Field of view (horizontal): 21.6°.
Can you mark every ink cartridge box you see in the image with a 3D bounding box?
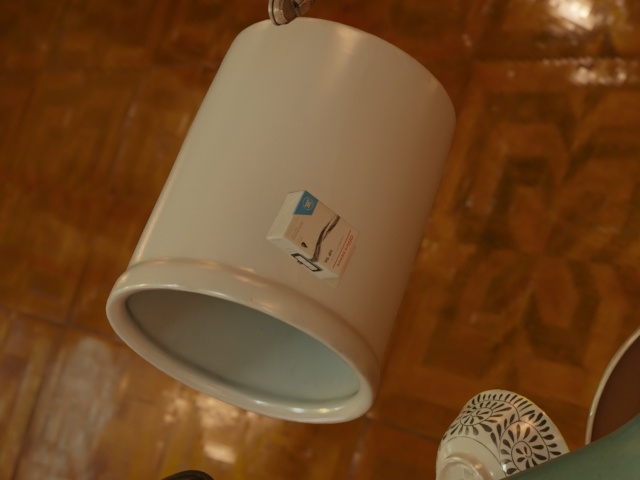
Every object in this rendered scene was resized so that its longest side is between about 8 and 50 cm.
[{"bbox_3d":[0.000,0.000,1.430,0.028,0.083,0.048,-8,51,55],"label":"ink cartridge box"}]

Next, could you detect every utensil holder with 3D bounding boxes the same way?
[{"bbox_3d":[-0.035,-0.024,2.009,0.327,0.327,0.385,-19,44,52],"label":"utensil holder"}]

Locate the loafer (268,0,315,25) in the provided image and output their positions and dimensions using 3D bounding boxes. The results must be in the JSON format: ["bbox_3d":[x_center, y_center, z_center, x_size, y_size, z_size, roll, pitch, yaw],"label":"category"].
[{"bbox_3d":[-0.013,-0.261,1.683,0.039,0.045,0.125,2,43,27],"label":"loafer"}]

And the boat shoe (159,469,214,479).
[{"bbox_3d":[-0.221,0.414,2.009,0.110,0.104,0.307,28,69,33],"label":"boat shoe"}]

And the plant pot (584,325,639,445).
[{"bbox_3d":[0.359,0.169,1.419,0.191,0.284,0.284,-13,-54,-85],"label":"plant pot"}]

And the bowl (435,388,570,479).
[{"bbox_3d":[0.170,0.242,1.691,0.170,0.080,0.170,20,118,44],"label":"bowl"}]

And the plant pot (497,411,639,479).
[{"bbox_3d":[0.157,0.245,0.985,0.255,0.271,0.272,-43,36,7],"label":"plant pot"}]
